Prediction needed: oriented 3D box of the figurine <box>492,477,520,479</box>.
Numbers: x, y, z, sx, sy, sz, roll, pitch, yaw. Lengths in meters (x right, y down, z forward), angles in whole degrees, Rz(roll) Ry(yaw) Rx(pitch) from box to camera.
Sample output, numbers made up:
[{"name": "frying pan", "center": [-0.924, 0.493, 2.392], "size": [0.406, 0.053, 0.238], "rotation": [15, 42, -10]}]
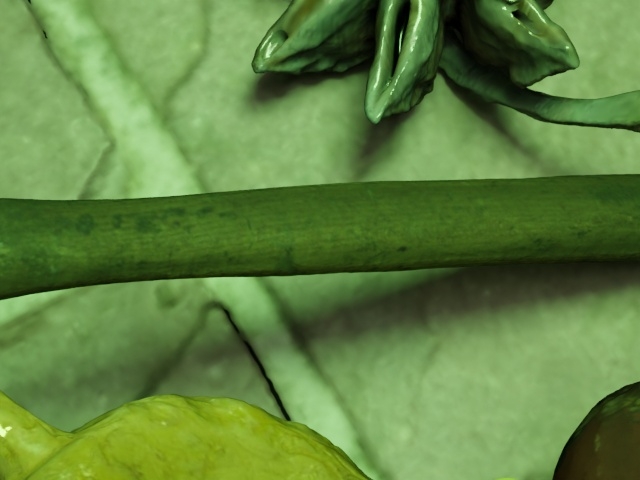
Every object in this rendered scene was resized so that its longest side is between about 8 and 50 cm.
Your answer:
[{"name": "figurine", "center": [0.077, 0.190, 0.595], "size": [0.083, 0.083, 0.187], "rotation": [-4, 64, -10]}]

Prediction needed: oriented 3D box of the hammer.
[{"name": "hammer", "center": [0.000, 0.000, 0.587], "size": [0.440, 0.044, 0.168], "rotation": [-2, 45, -31]}]

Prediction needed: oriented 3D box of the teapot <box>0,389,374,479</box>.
[{"name": "teapot", "center": [-0.065, 0.167, 0.536], "size": [0.311, 0.167, 0.203], "rotation": [40, 35, -1]}]

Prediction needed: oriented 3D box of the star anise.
[{"name": "star anise", "center": [0.061, -0.126, 0.697], "size": [0.209, 0.089, 0.231], "rotation": [-21, 68, -3]}]

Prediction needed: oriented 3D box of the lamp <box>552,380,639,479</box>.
[{"name": "lamp", "center": [0.169, 0.128, 0.582], "size": [0.135, 0.156, 0.157], "rotation": [-25, 71, 28]}]
